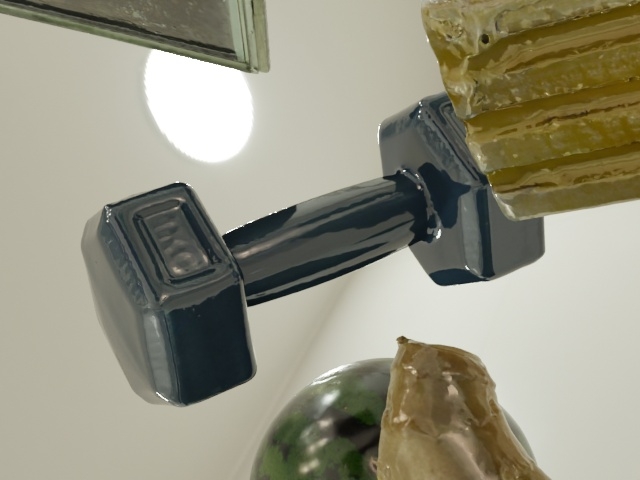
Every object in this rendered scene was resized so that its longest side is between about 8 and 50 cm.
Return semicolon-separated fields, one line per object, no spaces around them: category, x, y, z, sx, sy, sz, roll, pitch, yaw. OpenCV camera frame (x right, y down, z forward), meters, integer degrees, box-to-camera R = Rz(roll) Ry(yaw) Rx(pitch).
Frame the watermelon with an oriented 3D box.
watermelon;0.068;0.254;1.021;0.285;0.285;0.285;17;-114;-43

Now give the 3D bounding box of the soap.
soap;0.209;-0.109;0.593;0.173;0.274;0.089;58;-147;-37

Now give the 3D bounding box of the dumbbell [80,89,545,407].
dumbbell;0.000;0.000;0.756;0.316;0.156;0.143;-20;-89;-22

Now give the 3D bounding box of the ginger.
ginger;0.093;0.139;0.656;0.095;0.069;0.190;-23;-114;-33

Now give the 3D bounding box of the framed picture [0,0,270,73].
framed picture;-0.185;-0.212;0.834;0.232;0.296;0.019;88;-164;-71
